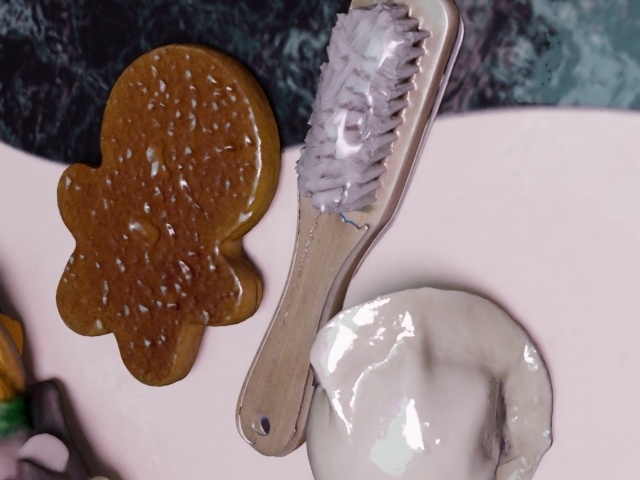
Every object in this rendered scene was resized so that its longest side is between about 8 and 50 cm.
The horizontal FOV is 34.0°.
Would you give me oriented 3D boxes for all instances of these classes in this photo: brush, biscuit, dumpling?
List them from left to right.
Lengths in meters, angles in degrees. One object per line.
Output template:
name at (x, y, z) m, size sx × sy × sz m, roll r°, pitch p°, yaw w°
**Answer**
biscuit at (-0.103, -0.018, 0.704) m, size 0.179 × 0.039 × 0.236 m, roll 35°, pitch 116°, yaw 23°
brush at (0.000, 0.000, 0.632) m, size 0.070 × 0.065 × 0.328 m, roll 27°, pitch 115°, yaw 21°
dumpling at (0.061, 0.113, 0.607) m, size 0.150 × 0.092 × 0.177 m, roll -9°, pitch 91°, yaw 19°

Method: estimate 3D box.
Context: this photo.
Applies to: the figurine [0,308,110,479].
figurine at (-0.247, 0.159, 0.782) m, size 0.185 × 0.204 × 0.332 m, roll -38°, pitch 52°, yaw 34°
